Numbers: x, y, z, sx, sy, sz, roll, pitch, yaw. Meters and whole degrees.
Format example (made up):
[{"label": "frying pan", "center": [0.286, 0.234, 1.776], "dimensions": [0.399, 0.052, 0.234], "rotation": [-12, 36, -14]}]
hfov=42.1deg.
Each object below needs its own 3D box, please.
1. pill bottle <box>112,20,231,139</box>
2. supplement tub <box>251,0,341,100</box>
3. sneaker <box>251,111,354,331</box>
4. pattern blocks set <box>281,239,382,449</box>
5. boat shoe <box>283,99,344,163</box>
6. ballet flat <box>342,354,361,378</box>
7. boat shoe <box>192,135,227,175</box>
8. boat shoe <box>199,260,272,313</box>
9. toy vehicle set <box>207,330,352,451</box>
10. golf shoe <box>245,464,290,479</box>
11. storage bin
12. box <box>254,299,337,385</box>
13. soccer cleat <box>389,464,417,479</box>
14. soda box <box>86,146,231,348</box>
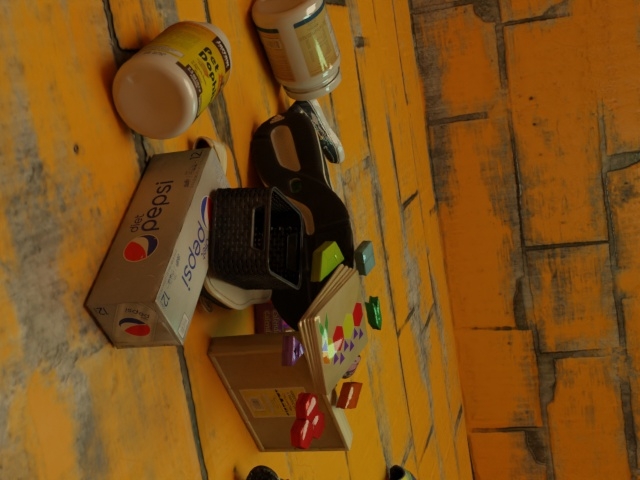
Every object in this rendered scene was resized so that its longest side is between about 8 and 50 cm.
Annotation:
[{"label": "pill bottle", "center": [-0.196, -0.233, 1.162], "dimensions": [0.215, 0.117, 0.117], "rotation": [-68, 147, -56]}, {"label": "supplement tub", "center": [-0.042, -0.394, 1.653], "dimensions": [0.144, 0.144, 0.199], "rotation": [-78, 156, -44]}, {"label": "sneaker", "center": [0.001, -0.001, 1.551], "dimensions": [0.257, 0.169, 0.447], "rotation": [55, 21, -58]}, {"label": "pattern blocks set", "center": [0.022, 0.140, 1.290], "dimensions": [0.325, 0.026, 0.285], "rotation": [-30, 119, -59]}, {"label": "boat shoe", "center": [-0.020, -0.217, 1.751], "dimensions": [0.083, 0.065, 0.183], "rotation": [-43, 126, -15]}, {"label": "ballet flat", "center": [0.047, 0.248, 1.823], "dimensions": [0.221, 0.077, 0.079], "rotation": [-101, -147, -81]}, {"label": "boat shoe", "center": [-0.174, -0.082, 1.287], "dimensions": [0.059, 0.063, 0.170], "rotation": [35, 42, -64]}, {"label": "boat shoe", "center": [-0.149, 0.062, 1.283], "dimensions": [0.254, 0.079, 0.095], "rotation": [1, 82, -75]}, {"label": "toy vehicle set", "center": [-0.060, 0.253, 1.356], "dimensions": [0.035, 0.166, 0.266], "rotation": [-76, 154, -46]}, {"label": "golf shoe", "center": [-0.084, 0.430, 1.404], "dimensions": [0.094, 0.077, 0.198], "rotation": [-96, 174, -54]}, {"label": "storage bin", "center": [-0.087, 0.001, 1.188], "dimensions": [0.180, 0.084, 0.122], "rotation": [40, 50, -72]}, {"label": "box", "center": [-0.042, 0.197, 1.606], "dimensions": [0.293, 0.057, 0.200], "rotation": [11, 73, -71]}, {"label": "soccer cleat", "center": [0.181, 0.696, 2.147], "dimensions": [0.121, 0.093, 0.289], "rotation": [50, 29, -6]}, {"label": "soda box", "center": [-0.203, 0.003, 1.098], "dimensions": [0.286, 0.098, 0.091], "rotation": [-79, 157, -43]}]
